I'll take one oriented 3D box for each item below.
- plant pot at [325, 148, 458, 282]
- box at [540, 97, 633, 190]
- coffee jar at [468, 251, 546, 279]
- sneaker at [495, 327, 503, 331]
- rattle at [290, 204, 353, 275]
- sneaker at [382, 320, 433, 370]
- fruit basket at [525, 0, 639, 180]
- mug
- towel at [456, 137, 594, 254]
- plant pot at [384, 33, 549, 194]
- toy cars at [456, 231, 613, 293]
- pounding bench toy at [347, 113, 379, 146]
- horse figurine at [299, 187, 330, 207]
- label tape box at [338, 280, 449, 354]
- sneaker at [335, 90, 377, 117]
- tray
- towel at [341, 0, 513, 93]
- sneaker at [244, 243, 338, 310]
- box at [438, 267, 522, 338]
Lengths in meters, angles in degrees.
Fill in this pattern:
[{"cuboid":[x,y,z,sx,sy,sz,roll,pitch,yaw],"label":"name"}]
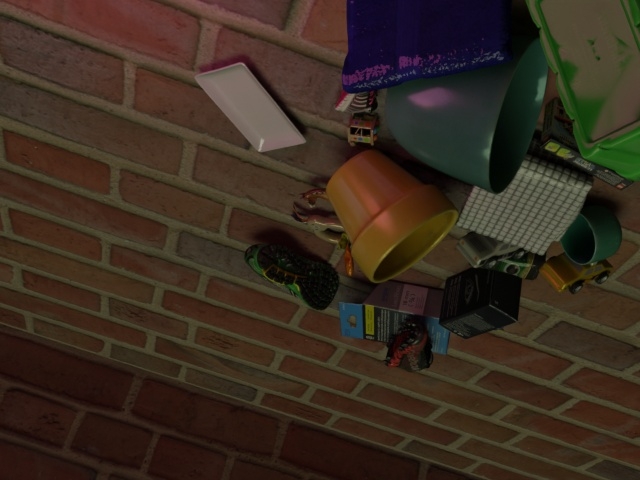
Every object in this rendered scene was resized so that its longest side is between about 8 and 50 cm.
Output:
[{"cuboid":[0.145,-0.070,1.852,0.239,0.254,0.254,51,155,20],"label":"plant pot"},{"cuboid":[0.543,-0.194,1.628,0.207,0.114,0.036,24,148,-15],"label":"box"},{"cuboid":[0.479,0.040,2.063,0.185,0.079,0.096,15,146,3],"label":"coffee jar"},{"cuboid":[0.482,0.222,2.386,0.144,0.059,0.053,19,-176,24],"label":"sneaker"},{"cuboid":[0.000,0.000,2.165,0.200,0.142,0.130,19,172,-20],"label":"rattle"},{"cuboid":[0.281,0.314,2.368,0.135,0.097,0.276,18,152,-3],"label":"sneaker"},{"cuboid":[0.535,-0.295,1.318,0.392,0.392,0.283,31,146,-23],"label":"fruit basket"},{"cuboid":[0.623,-0.027,1.863,0.097,0.157,0.129,-13,144,-19],"label":"mug"},{"cuboid":[0.454,-0.108,1.784,0.235,0.121,0.283,19,148,5],"label":"towel"},{"cuboid":[0.262,-0.259,1.505,0.235,0.293,0.293,20,152,24],"label":"plant pot"},{"cuboid":[0.528,0.024,1.941,0.394,0.176,0.087,16,132,-1],"label":"toy cars"},{"cuboid":[0.099,-0.242,1.811,0.065,0.052,0.083,9,148,10],"label":"pounding bench toy"},{"cuboid":[0.101,-0.097,2.031,0.263,0.066,0.174,-2,151,31],"label":"horse figurine"},{"cuboid":[0.232,0.226,2.445,0.334,0.105,0.240,10,149,10],"label":"label tape box"},{"cuboid":[0.097,-0.310,1.696,0.075,0.063,0.170,25,153,-15],"label":"sneaker"},{"cuboid":[-0.154,-0.307,1.844,0.145,0.030,0.270,-6,143,33],"label":"tray"},{"cuboid":[0.186,-0.377,1.404,0.308,0.227,0.076,-6,161,31],"label":"towel"},{"cuboid":[-0.079,0.094,2.387,0.343,0.134,0.146,37,168,-37],"label":"sneaker"},{"cuboid":[0.438,0.163,2.206,0.108,0.153,0.207,30,147,-23],"label":"box"}]
